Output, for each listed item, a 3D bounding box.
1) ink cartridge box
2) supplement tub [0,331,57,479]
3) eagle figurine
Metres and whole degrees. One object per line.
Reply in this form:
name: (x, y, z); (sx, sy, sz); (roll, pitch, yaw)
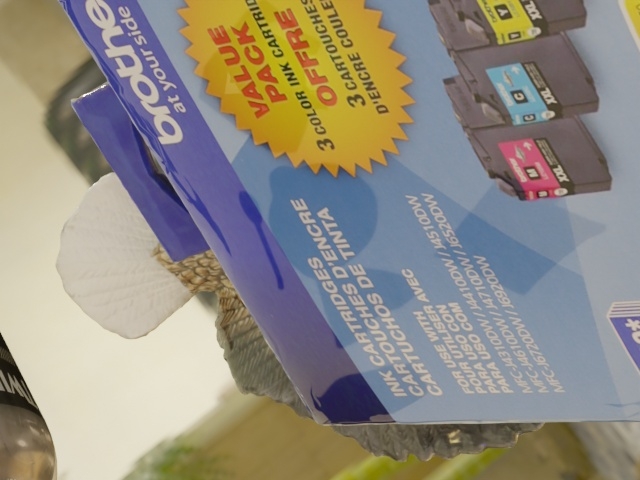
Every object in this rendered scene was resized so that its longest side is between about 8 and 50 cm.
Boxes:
ink cartridge box: (0.069, -0.066, 0.762); (0.395, 0.151, 0.270); (-6, 123, 45)
supplement tub: (-0.161, 0.048, 0.607); (0.190, 0.117, 0.117); (58, 174, 25)
eagle figurine: (0.007, -0.008, 1.105); (0.226, 0.225, 0.298); (34, 168, -25)
